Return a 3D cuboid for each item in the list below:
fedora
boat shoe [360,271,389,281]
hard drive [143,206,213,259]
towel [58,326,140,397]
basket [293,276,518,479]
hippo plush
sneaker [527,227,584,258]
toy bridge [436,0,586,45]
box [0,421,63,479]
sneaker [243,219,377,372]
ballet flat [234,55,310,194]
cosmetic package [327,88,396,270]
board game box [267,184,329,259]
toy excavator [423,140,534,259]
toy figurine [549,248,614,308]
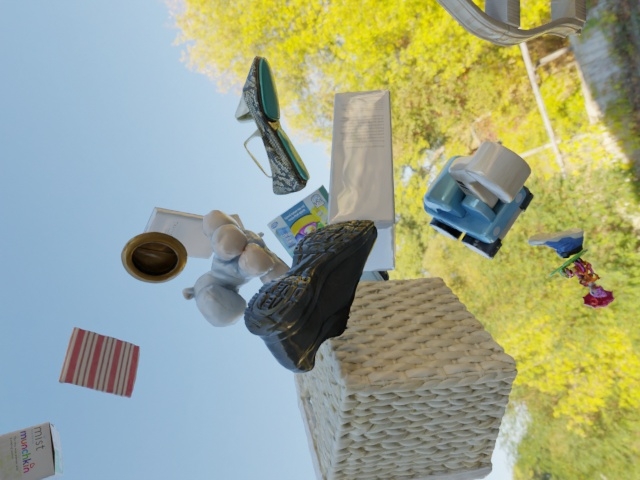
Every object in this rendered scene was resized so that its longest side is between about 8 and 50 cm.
[{"bbox_3d":[-0.517,0.043,1.370,0.194,0.194,0.079,54,178,-36],"label":"fedora"},{"bbox_3d":[0.166,0.124,1.325,0.091,0.114,0.303,-4,-116,-48],"label":"boat shoe"},{"bbox_3d":[-0.583,-0.024,1.872,0.318,0.210,0.040,10,-148,-42],"label":"hard drive"},{"bbox_3d":[-0.567,0.320,1.140,0.197,0.029,0.144,35,-142,-41],"label":"towel"},{"bbox_3d":[0.132,0.259,0.853,0.328,0.331,0.267,-116,27,-61],"label":"basket"},{"bbox_3d":[-0.246,0.073,1.087,0.234,0.237,0.294,38,-177,-37],"label":"hippo plush"},{"bbox_3d":[0.690,0.018,1.287,0.058,0.152,0.085,-83,-20,-71],"label":"sneaker"},{"bbox_3d":[0.145,-0.191,0.350,0.188,0.026,0.063,5,-96,-24],"label":"toy bridge"},{"bbox_3d":[-0.749,0.532,1.035,0.231,0.262,0.127,-7,-113,-30],"label":"box"},{"bbox_3d":[0.006,0.071,0.661,0.286,0.109,0.130,-46,-58,-37],"label":"sneaker"},{"bbox_3d":[-0.195,-0.383,1.521,0.483,0.182,0.164,70,-163,-1],"label":"ballet flat"},{"bbox_3d":[0.117,-0.167,1.184,0.230,0.161,0.453,75,-164,-57],"label":"cosmetic package"},{"bbox_3d":[0.000,0.000,1.658,0.336,0.253,0.079,54,-156,-9],"label":"board game box"},{"bbox_3d":[0.402,-0.129,1.171,0.445,0.222,0.433,31,-177,-37],"label":"toy excavator"},{"bbox_3d":[0.777,0.120,1.270,0.159,0.130,0.173,56,-174,22],"label":"toy figurine"}]
